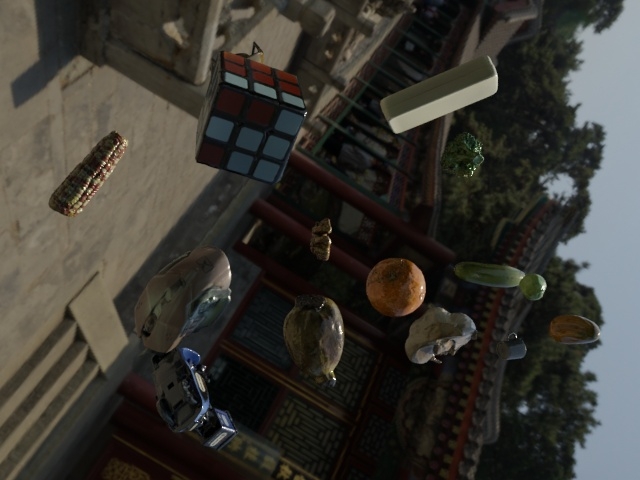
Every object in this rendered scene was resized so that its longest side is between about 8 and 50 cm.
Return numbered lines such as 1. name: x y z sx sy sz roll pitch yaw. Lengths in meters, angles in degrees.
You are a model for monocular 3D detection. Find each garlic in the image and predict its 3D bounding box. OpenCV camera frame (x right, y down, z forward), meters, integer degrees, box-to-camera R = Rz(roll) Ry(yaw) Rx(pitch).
1. garlic: 0.362 0.291 1.685 0.230 0.142 0.178 -26 147 -5

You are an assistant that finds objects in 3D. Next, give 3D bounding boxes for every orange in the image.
1. orange: 0.308 0.192 2.198 0.246 0.246 0.246 -58 -177 4

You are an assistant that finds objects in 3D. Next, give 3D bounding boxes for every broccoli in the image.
1. broccoli: 0.613 -0.351 2.256 0.220 0.194 0.194 -27 180 -6

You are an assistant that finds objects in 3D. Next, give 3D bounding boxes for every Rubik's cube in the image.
1. Rubik's cube: -0.129 -0.222 0.973 0.162 0.163 0.160 -61 -155 32

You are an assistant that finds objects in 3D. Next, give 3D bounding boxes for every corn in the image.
1. corn: -0.538 -0.155 1.255 0.237 0.079 0.079 -51 -178 -2

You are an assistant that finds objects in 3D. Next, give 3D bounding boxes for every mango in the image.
1. mango: 0.799 0.280 1.684 0.115 0.089 0.165 -9 178 -39

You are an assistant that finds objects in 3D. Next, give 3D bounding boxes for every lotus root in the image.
1. lotus root: -0.012 0.226 1.208 0.138 0.139 0.213 179 -97 -87

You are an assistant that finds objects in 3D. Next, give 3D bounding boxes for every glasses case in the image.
1. glasses case: 0.330 -0.402 1.496 0.313 0.070 0.131 -20 167 15

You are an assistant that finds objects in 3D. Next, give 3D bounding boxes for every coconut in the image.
1. coconut: 0.713 0.153 1.802 0.087 0.088 0.096 -56 -165 36

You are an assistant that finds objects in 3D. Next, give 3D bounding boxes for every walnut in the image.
1. walnut: 0.000 0.000 1.812 0.170 0.069 0.142 110 -14 -75

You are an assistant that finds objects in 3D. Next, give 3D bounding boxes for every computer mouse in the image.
1. computer mouse: -0.382 0.164 1.379 0.389 0.199 0.115 -47 159 13

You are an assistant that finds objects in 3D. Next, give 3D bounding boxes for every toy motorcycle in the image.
1. toy motorcycle: -0.375 0.402 1.490 0.125 0.358 0.212 -41 139 2

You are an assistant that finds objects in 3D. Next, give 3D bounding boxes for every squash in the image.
1. squash: 0.670 0.132 2.038 0.094 0.341 0.094 -171 -90 -77

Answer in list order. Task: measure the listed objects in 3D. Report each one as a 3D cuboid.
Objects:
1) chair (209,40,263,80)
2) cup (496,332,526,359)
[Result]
1. chair: -0.261 -0.537 1.729 0.159 0.172 0.246 -31 153 -22
2. cup: 0.712 0.397 2.012 0.078 0.077 0.100 167 -82 -66
